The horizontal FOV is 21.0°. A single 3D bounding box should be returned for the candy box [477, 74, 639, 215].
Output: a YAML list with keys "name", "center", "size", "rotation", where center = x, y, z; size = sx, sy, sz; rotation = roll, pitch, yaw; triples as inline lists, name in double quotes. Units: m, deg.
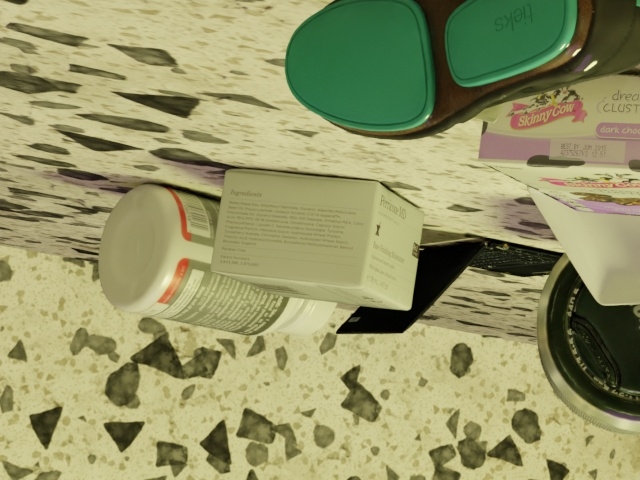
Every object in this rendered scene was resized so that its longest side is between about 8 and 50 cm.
- name: "candy box"
  center: [0.229, -0.066, 1.254]
  size: [0.165, 0.070, 0.196]
  rotation: [5, 173, 30]

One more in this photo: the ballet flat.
- name: "ballet flat"
  center: [0.092, -0.108, 1.013]
  size: [0.096, 0.095, 0.280]
  rotation: [-1, 180, -35]

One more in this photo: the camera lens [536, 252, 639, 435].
- name: "camera lens"
  center: [0.344, 0.100, 1.869]
  size: [0.219, 0.219, 0.274]
  rotation: [8, 173, 8]

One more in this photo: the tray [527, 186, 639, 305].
- name: "tray"
  center: [0.301, -0.008, 1.571]
  size: [0.030, 0.145, 0.270]
  rotation: [-37, -168, -22]

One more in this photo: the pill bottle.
- name: "pill bottle"
  center: [-0.123, 0.034, 2.185]
  size: [0.283, 0.161, 0.161]
  rotation: [15, 171, -39]

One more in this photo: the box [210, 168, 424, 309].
- name: "box"
  center: [0.000, 0.000, 1.915]
  size: [0.182, 0.119, 0.181]
  rotation: [6, 173, 21]

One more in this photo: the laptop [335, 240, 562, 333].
- name: "laptop"
  center: [0.191, 0.076, 2.236]
  size: [0.264, 0.136, 0.234]
  rotation: [11, 173, -20]
